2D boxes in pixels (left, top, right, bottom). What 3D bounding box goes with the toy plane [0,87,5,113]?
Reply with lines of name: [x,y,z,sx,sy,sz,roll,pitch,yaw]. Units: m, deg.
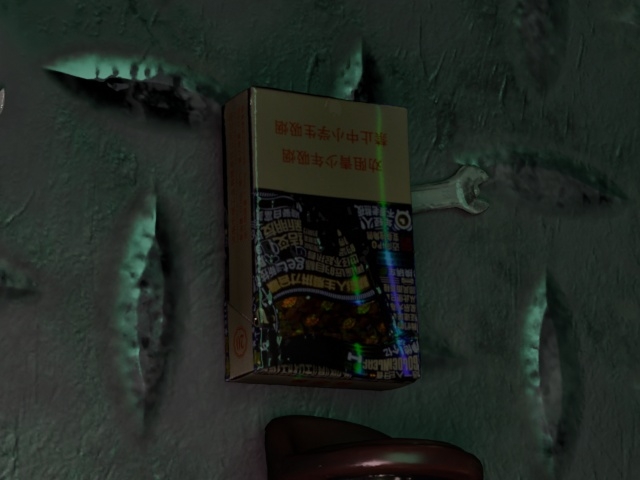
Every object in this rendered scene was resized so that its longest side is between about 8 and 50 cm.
toy plane: [-0.375,-0.082,1.633,0.251,0.101,0.255,-22,100,-68]

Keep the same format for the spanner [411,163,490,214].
spanner: [0.072,-0.039,1.919,0.302,0.017,0.071,-9,78,-31]

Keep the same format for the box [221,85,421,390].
box: [0.000,0.000,1.812,0.198,0.084,0.310,6,75,-28]

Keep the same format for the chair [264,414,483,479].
chair: [0.055,0.346,1.651,0.227,0.226,0.401,8,68,-27]
